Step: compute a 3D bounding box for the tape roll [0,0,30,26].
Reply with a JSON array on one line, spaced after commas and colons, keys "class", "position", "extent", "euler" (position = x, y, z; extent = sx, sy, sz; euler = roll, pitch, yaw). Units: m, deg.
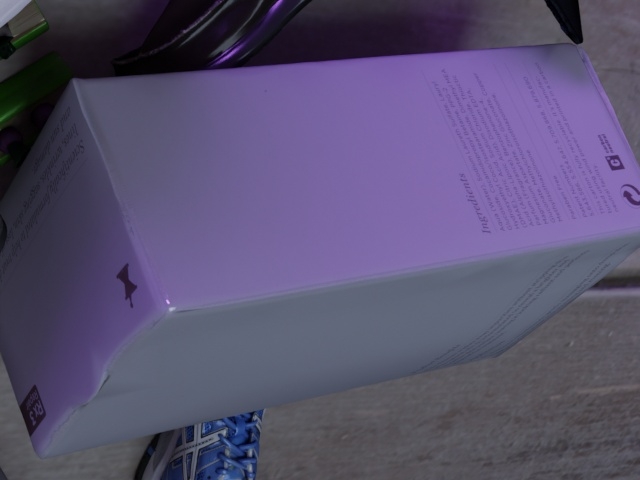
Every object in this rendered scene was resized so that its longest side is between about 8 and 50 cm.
[{"class": "tape roll", "position": [-0.228, -0.200, 0.592], "extent": [0.286, 0.100, 0.286], "euler": [-8, 106, -29]}]

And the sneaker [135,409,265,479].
[{"class": "sneaker", "position": [-0.069, 0.140, 1.112], "extent": [0.080, 0.081, 0.211], "euler": [-1, 122, -38]}]

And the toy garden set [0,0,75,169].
[{"class": "toy garden set", "position": [-0.246, -0.095, 0.785], "extent": [0.204, 0.049, 0.244], "euler": [-35, 139, -11]}]

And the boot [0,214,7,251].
[{"class": "boot", "position": [-0.303, -0.039, 0.720], "extent": [0.263, 0.091, 0.229], "euler": [-31, 125, -7]}]

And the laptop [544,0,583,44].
[{"class": "laptop", "position": [0.161, -0.300, 0.882], "extent": [0.136, 0.264, 0.234], "euler": [-16, 146, 24]}]

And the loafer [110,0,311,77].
[{"class": "loafer", "position": [-0.046, -0.164, 0.889], "extent": [0.220, 0.080, 0.078], "euler": [-39, 107, -4]}]

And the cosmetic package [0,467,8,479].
[{"class": "cosmetic package", "position": [-0.251, 0.281, 1.047], "extent": [0.107, 0.127, 0.238], "euler": [-16, 134, -30]}]

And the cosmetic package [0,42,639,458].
[{"class": "cosmetic package", "position": [0.000, 0.000, 0.939], "extent": [0.385, 0.156, 0.217], "euler": [-6, 155, -36]}]
